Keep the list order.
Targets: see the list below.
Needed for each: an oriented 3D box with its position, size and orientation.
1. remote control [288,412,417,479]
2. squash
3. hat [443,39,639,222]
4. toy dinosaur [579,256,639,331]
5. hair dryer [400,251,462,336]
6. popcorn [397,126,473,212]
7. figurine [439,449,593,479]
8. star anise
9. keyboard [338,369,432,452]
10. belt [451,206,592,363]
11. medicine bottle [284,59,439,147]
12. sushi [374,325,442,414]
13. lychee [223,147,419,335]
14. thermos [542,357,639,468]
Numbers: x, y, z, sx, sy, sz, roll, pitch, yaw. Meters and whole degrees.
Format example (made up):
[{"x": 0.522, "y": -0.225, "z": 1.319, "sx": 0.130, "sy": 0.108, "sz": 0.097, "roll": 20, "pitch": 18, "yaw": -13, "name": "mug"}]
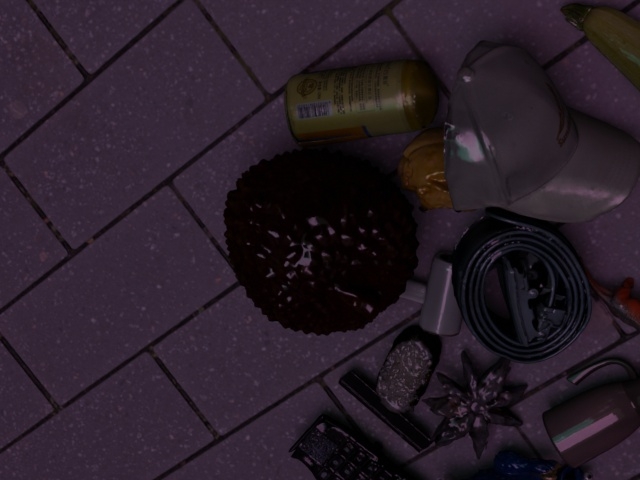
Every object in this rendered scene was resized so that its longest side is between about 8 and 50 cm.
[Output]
[{"x": 0.127, "y": 0.468, "z": 2.019, "sx": 0.398, "sy": 0.062, "sz": 0.145, "roll": 39, "pitch": 115, "yaw": -1, "name": "remote control"}, {"x": 0.454, "y": -0.287, "z": 1.669, "sx": 0.224, "sy": 0.094, "sz": 0.094, "roll": 38, "pitch": 114, "yaw": 9, "name": "squash"}, {"x": 0.329, "y": -0.157, "z": 1.635, "sx": 0.301, "sy": 0.258, "sz": 0.168, "roll": 18, "pitch": 155, "yaw": 3, "name": "hat"}, {"x": 0.514, "y": 0.119, "z": 1.764, "sx": 0.279, "sy": 0.101, "sz": 0.055, "roll": 33, "pitch": 132, "yaw": 26, "name": "toy dinosaur"}, {"x": 0.135, "y": 0.066, "z": 1.893, "sx": 0.236, "sy": 0.073, "sz": 0.131, "roll": 16, "pitch": 110, "yaw": 21, "name": "hair dryer"}, {"x": 0.209, "y": -0.108, "z": 1.762, "sx": 0.167, "sy": 0.148, "sz": 0.152, "roll": 24, "pitch": 135, "yaw": 19, "name": "popcorn"}, {"x": 0.338, "y": 0.445, "z": 1.928, "sx": 0.262, "sy": 0.121, "sz": 0.164, "roll": -5, "pitch": 74, "yaw": 9, "name": "figurine"}, {"x": 0.268, "y": 0.283, "z": 1.905, "sx": 0.204, "sy": 0.061, "sz": 0.181, "roll": -32, "pitch": 105, "yaw": 4, "name": "star anise"}, {"x": 0.117, "y": 0.300, "z": 1.977, "sx": 0.195, "sy": 0.018, "sz": 0.060, "roll": 41, "pitch": 147, "yaw": 0, "name": "keyboard"}, {"x": 0.313, "y": 0.066, "z": 1.768, "sx": 0.206, "sy": 0.116, "sz": 0.268, "roll": -26, "pitch": 112, "yaw": 8, "name": "belt"}, {"x": 0.069, "y": -0.219, "z": 1.776, "sx": 0.238, "sy": 0.124, "sz": 0.124, "roll": -4, "pitch": 106, "yaw": 18, "name": "medicine bottle"}, {"x": 0.151, "y": 0.219, "z": 1.921, "sx": 0.090, "sy": 0.078, "sz": 0.150, "roll": 25, "pitch": 114, "yaw": 14, "name": "sushi"}, {"x": 0.000, "y": 0.000, "z": 1.773, "sx": 0.306, "sy": 0.306, "sz": 0.330, "roll": -56, "pitch": 43, "yaw": 24, "name": "lychee"}, {"x": 0.466, "y": 0.270, "z": 1.841, "sx": 0.193, "sy": 0.105, "sz": 0.137, "roll": -34, "pitch": 65, "yaw": 20, "name": "thermos"}]
